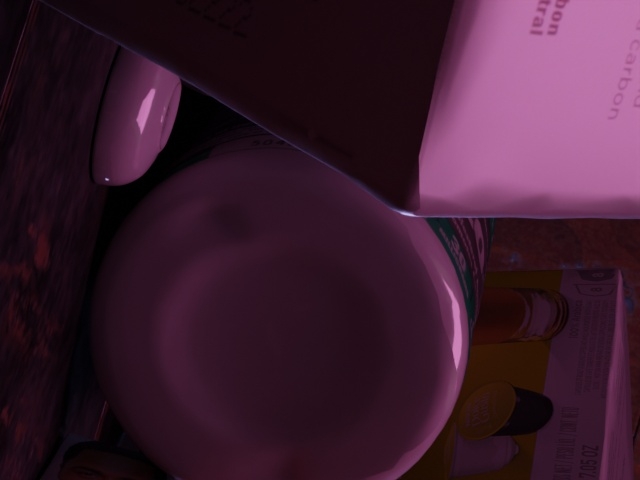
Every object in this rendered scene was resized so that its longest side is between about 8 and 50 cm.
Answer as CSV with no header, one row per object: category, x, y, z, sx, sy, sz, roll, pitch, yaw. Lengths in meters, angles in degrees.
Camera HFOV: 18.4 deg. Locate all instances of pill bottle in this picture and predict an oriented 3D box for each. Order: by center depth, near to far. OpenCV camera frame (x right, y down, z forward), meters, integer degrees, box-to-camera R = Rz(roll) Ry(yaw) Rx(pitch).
pill bottle,0.000,0.000,1.185,0.361,0.204,0.204,-66,171,-70

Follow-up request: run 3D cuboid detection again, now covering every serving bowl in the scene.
serving bowl,-0.086,-0.064,0.961,0.083,0.027,0.083,17,90,-86

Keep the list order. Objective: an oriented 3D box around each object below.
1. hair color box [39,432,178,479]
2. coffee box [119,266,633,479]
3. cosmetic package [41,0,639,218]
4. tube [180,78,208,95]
hair color box,-0.121,0.156,1.028,0.141,0.072,0.043,-68,173,-69
coffee box,0.052,0.245,1.428,0.338,0.334,0.338,-67,153,-62
cosmetic package,0.144,-0.118,0.713,0.453,0.230,0.162,0,112,-39
tube,-0.043,-0.166,1.107,0.207,0.052,0.080,-79,-168,-44
